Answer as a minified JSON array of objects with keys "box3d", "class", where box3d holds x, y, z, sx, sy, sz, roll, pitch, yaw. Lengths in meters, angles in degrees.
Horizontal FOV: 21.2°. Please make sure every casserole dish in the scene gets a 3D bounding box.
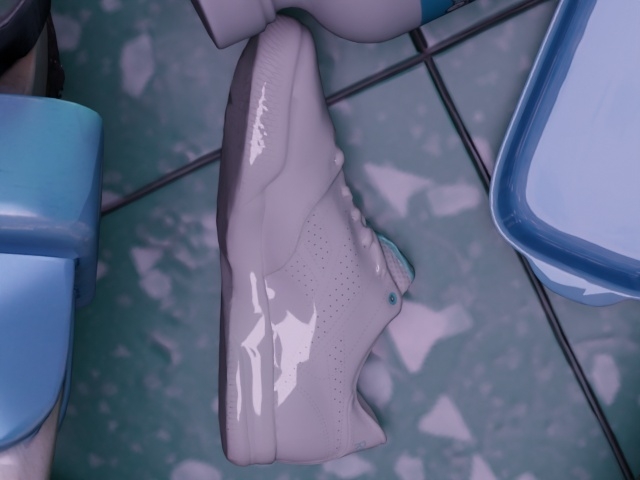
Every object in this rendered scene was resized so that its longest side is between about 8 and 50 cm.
[{"box3d":[0.151,-0.061,0.799,0.114,0.037,0.188,22,97,2],"class":"casserole dish"}]

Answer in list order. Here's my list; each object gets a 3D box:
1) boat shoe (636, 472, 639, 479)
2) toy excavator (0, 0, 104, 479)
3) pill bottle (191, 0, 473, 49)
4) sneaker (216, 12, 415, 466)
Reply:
[{"box3d":[0.219,0.132,0.763,0.158,0.127,0.341,22,96,10],"class":"boat shoe"},{"box3d":[-0.167,0.072,0.685,0.432,0.222,0.445,5,79,-7],"class":"toy excavator"},{"box3d":[0.056,-0.177,0.724,0.264,0.146,0.146,-25,93,-2],"class":"pill bottle"},{"box3d":[0.000,0.000,0.805,0.094,0.080,0.212,0,101,-8],"class":"sneaker"}]
